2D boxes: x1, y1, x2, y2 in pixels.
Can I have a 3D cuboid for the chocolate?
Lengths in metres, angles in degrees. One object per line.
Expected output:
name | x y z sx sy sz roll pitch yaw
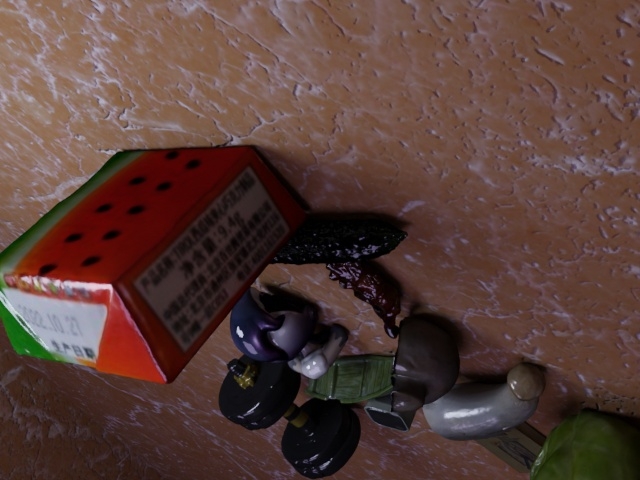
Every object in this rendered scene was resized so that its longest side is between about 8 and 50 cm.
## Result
chocolate | -0.256 0.011 1.182 0.341 0.360 0.161 3 131 38

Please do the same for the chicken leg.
chicken leg | 0.081 0.082 1.306 0.219 0.048 0.089 44 151 -28

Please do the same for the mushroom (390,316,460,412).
mushroom | 0.170 0.204 1.350 0.117 0.141 0.188 -3 148 8

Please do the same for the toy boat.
toy boat | 0.075 0.268 1.581 0.055 0.093 0.293 22 158 -30

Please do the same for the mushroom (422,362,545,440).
mushroom | 0.296 0.280 1.413 0.118 0.103 0.270 33 142 -19

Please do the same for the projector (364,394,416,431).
projector | 0.143 0.315 1.604 0.083 0.082 0.083 9 147 30

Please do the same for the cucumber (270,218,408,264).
cucumber | -0.001 0.001 1.221 0.300 0.072 0.072 -2 140 42

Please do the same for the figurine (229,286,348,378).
figurine | -0.073 0.177 1.499 0.222 0.145 0.145 35 151 -24

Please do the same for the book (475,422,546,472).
book | 0.365 0.385 1.592 0.231 0.026 0.161 37 151 -17

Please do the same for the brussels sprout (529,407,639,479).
brussels sprout | 0.451 0.435 1.335 0.247 0.328 0.328 23 153 27

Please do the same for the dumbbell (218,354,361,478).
dumbbell | -0.063 0.370 1.767 0.185 0.185 0.388 -7 137 47
